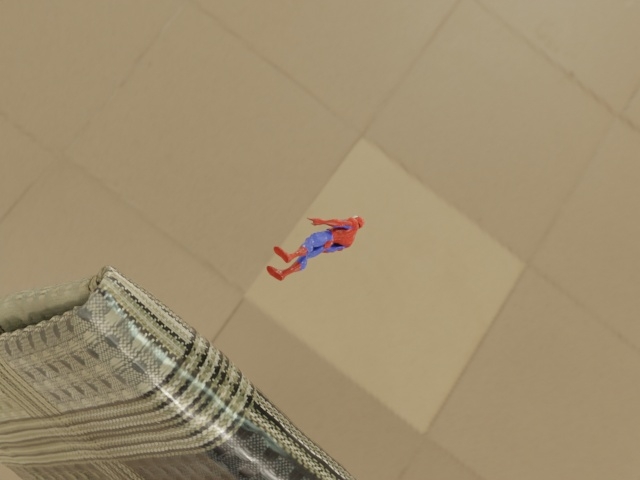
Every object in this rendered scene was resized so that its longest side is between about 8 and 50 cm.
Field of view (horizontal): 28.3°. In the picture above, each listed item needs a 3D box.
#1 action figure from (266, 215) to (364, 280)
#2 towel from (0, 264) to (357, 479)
[{"bbox_3d":[0.000,0.000,1.118,0.030,0.038,0.115,38,41,27],"label":"action figure"},{"bbox_3d":[-0.077,0.141,0.736,0.312,0.324,0.056,44,59,-19],"label":"towel"}]
